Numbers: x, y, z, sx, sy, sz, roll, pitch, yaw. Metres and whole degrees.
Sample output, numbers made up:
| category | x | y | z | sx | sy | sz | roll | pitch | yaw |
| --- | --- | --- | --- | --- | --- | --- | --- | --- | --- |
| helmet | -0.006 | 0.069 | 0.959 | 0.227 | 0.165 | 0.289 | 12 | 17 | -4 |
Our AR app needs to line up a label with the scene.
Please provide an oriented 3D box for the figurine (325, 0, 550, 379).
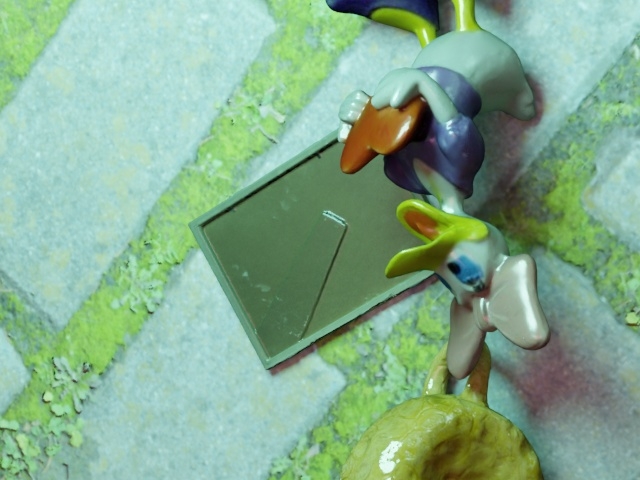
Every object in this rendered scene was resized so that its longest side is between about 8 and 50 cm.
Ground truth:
| category | x | y | z | sx | sy | sz | roll | pitch | yaw |
| --- | --- | --- | --- | --- | --- | --- | --- | --- | --- |
| figurine | 0.118 | -0.091 | 1.443 | 0.154 | 0.193 | 0.421 | -31 | 54 | 56 |

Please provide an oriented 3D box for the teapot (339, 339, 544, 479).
| category | x | y | z | sx | sy | sz | roll | pitch | yaw |
| --- | --- | --- | --- | --- | --- | --- | --- | --- | --- |
| teapot | 0.106 | 0.242 | 1.495 | 0.167 | 0.203 | 0.311 | -17 | 59 | 63 |

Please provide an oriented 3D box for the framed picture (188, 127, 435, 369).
| category | x | y | z | sx | sy | sz | roll | pitch | yaw |
| --- | --- | --- | --- | --- | --- | --- | --- | --- | --- |
| framed picture | 0.000 | 0.000 | 1.590 | 0.250 | 0.016 | 0.184 | -32 | 82 | 22 |
